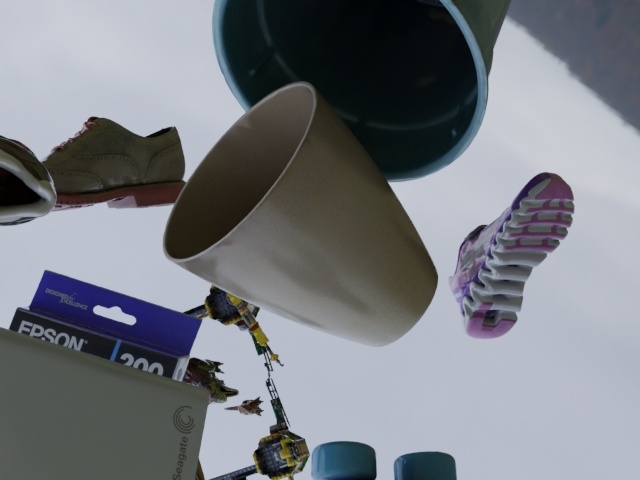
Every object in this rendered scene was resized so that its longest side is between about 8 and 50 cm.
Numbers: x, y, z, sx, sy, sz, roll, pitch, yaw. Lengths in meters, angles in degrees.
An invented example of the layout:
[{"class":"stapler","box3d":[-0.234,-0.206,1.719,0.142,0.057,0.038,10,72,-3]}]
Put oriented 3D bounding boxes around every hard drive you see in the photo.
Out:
[{"class":"hard drive","box3d":[-0.289,0.206,1.199,0.353,0.047,0.233,20,-118,-22]}]

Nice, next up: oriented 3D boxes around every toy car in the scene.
[{"class":"toy car","box3d":[0.113,0.307,1.304,0.210,0.238,0.219,12,-116,-26]}]

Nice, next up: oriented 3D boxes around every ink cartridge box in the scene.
[{"class":"ink cartridge box","box3d":[-0.264,0.152,1.438,0.206,0.208,0.045,16,165,8]}]

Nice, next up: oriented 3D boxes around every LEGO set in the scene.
[{"class":"LEGO set","box3d":[-0.165,0.206,1.659,0.192,0.255,0.331,21,-122,-76]}]

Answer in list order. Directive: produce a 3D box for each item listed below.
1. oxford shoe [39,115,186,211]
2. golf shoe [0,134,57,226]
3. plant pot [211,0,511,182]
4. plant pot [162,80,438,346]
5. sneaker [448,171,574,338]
[{"class":"oxford shoe","box3d":[-0.338,-0.106,1.754,0.123,0.130,0.348,0,-177,44]},{"class":"golf shoe","box3d":[-0.355,-0.073,1.077,0.273,0.105,0.120,10,-174,-32]},{"class":"plant pot","box3d":[0.093,-0.306,1.566,0.341,0.341,0.334,32,-131,-1]},{"class":"plant pot","box3d":[0.000,0.000,1.487,0.274,0.256,0.256,40,-166,-24]},{"class":"sneaker","box3d":[0.227,0.006,1.585,0.095,0.236,0.104,8,-148,-30]}]
